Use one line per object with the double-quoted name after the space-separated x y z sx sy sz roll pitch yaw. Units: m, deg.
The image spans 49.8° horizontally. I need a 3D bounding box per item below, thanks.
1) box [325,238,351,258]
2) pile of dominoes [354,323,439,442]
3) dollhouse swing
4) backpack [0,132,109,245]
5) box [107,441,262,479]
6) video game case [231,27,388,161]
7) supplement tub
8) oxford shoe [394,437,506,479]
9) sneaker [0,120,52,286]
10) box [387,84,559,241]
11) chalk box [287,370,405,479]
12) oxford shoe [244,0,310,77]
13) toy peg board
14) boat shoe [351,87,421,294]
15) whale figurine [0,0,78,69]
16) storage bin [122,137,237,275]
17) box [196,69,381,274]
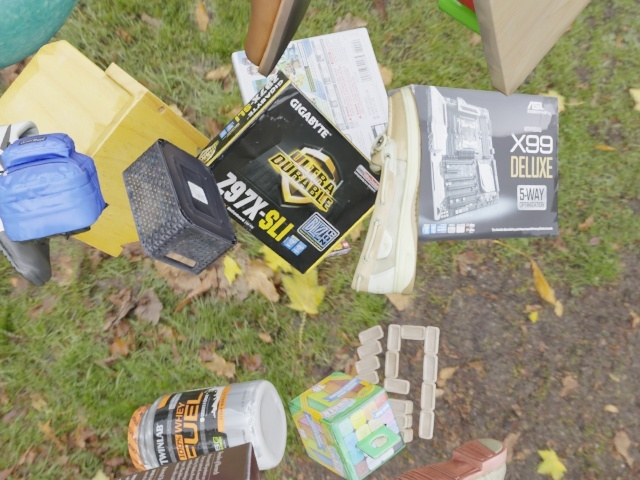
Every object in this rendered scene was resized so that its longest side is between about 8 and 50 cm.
0.000 0.000 1.677 0.137 0.027 0.094 -13 61 -44 "box"
0.166 0.308 1.504 0.196 0.040 0.251 1 83 32 "pile of dominoes"
-0.514 -0.216 1.556 0.347 0.305 0.315 -52 143 0 "dollhouse swing"
-0.272 -0.050 0.679 0.098 0.120 0.101 -17 112 -8 "backpack"
-0.161 0.372 0.827 0.203 0.167 0.168 -14 94 -4 "box"
-0.001 -0.268 1.448 0.300 0.036 0.328 -14 82 -11 "video game case"
-0.250 0.424 1.530 0.316 0.193 0.193 -12 94 15 "supplement tub"
0.313 0.628 1.695 0.397 0.140 0.146 -15 103 -26 "oxford shoe"
-0.504 -0.080 1.188 0.146 0.122 0.330 -27 68 -5 "sneaker"
0.257 -0.122 1.139 0.308 0.076 0.242 -1 93 -27 "box"
0.059 0.349 1.288 0.132 0.213 0.132 -27 105 -28 "chalk box"
-0.030 -0.205 0.446 0.076 0.212 0.076 20 45 2 "oxford shoe"
0.135 -0.201 0.434 0.079 0.161 0.161 41 95 21 "toy peg board"
0.049 -0.037 0.510 0.048 0.056 0.153 2 95 7 "boat shoe"
-0.169 -0.179 0.365 0.216 0.272 0.141 -2 123 22 "whale figurine"
-0.213 -0.051 1.039 0.084 0.122 0.180 -38 53 17 "storage bin"
-0.052 -0.116 1.297 0.257 0.079 0.322 -43 126 8 "box"
